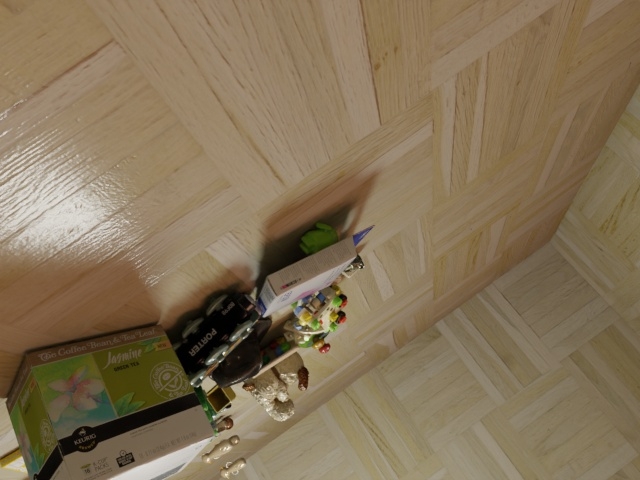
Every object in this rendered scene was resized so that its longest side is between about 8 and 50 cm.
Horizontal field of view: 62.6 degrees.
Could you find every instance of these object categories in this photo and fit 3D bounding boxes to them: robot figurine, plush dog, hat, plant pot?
[{"bbox_3d":[0.000,0.000,1.430,0.115,0.067,0.101,-19,139,-35],"label":"robot figurine"},{"bbox_3d":[-0.163,0.499,1.957,0.225,0.262,0.211,-41,141,-5],"label":"plush dog"},{"bbox_3d":[-0.272,0.397,1.718,0.331,0.134,0.331,-29,155,-15],"label":"hat"},{"bbox_3d":[-0.373,0.597,2.023,0.081,0.081,0.083,-43,167,15],"label":"plant pot"}]

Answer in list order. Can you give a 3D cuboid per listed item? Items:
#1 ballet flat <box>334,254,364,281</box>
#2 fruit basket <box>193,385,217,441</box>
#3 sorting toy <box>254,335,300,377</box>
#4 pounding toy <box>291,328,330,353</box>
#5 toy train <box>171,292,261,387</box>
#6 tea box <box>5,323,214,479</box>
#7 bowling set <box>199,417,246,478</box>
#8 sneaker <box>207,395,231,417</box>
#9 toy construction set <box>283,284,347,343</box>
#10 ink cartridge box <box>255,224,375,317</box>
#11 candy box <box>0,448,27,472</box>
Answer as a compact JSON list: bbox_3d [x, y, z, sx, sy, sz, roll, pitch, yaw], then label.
[{"bbox_3d":[0.065,0.099,1.707,0.188,0.070,0.070,-24,154,-25],"label":"ballet flat"},{"bbox_3d":[-0.504,0.605,1.641,0.352,0.166,0.327,-27,-169,-16],"label":"fruit basket"},{"bbox_3d":[-0.180,0.407,1.896,0.193,0.038,0.208,-31,-171,-12],"label":"sorting toy"},{"bbox_3d":[0.002,0.373,2.070,0.182,0.110,0.237,-6,143,-49],"label":"pounding toy"},{"bbox_3d":[-0.299,0.277,1.447,0.334,0.142,0.190,-46,170,-3],"label":"toy train"},{"bbox_3d":[-0.485,0.409,1.213,0.328,0.324,0.220,-8,144,-49],"label":"tea box"},{"bbox_3d":[-0.458,0.910,2.373,0.154,0.287,0.200,-32,-170,6],"label":"bowling set"},{"bbox_3d":[-0.442,0.669,2.057,0.098,0.083,0.223,-37,158,15],"label":"sneaker"},{"bbox_3d":[-0.017,0.254,1.770,0.215,0.151,0.328,-37,163,-28],"label":"toy construction set"},{"bbox_3d":[-0.013,0.097,1.482,0.330,0.072,0.324,-24,169,-18],"label":"ink cartridge box"},{"bbox_3d":[-0.830,0.634,1.532,0.105,0.027,0.206,-31,156,-17],"label":"candy box"}]
